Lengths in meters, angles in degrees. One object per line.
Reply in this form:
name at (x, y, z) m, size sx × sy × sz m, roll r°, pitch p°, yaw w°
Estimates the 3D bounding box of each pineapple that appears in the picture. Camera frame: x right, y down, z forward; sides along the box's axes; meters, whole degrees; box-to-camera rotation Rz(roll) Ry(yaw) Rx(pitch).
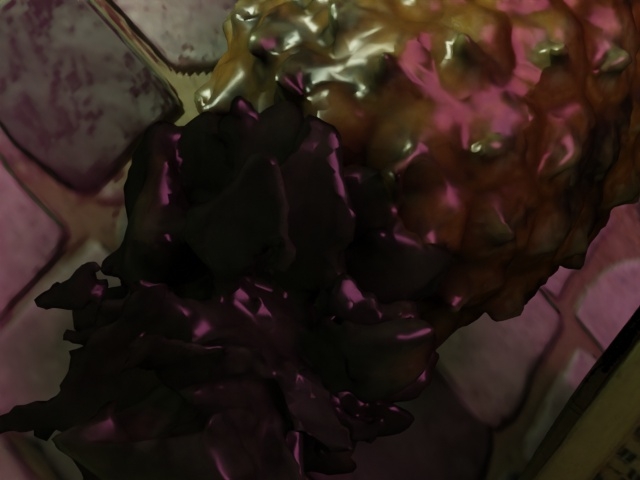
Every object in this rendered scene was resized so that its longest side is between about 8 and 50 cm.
pineapple at (0.000, 0.000, 0.572) m, size 0.169 × 0.169 × 0.340 m, roll 45°, pitch 53°, yaw -12°

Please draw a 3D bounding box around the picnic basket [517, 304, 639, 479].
picnic basket at (0.169, 0.051, 0.592) m, size 0.139 × 0.267 × 0.165 m, roll 36°, pitch 37°, yaw 7°
